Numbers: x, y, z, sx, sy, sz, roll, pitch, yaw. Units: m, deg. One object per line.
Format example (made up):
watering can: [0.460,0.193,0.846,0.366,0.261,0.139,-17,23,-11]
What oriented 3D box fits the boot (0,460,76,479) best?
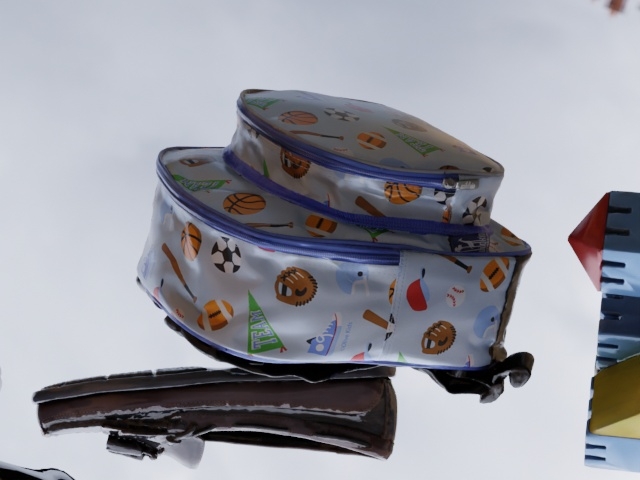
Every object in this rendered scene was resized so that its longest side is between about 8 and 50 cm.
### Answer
boot: [-0.230,0.108,0.714,0.260,0.131,0.348,40,173,3]

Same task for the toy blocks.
toy blocks: [0.293,0.099,0.991,0.260,0.381,0.191,5,-124,13]

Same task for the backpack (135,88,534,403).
backpack: [0.000,0.000,1.132,0.263,0.213,0.276,-6,-161,-31]

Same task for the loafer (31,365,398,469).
loafer: [-0.083,0.148,1.214,0.302,0.095,0.109,-6,174,-4]

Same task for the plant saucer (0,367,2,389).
plant saucer: [-0.360,0.185,1.148,0.278,0.278,0.041,-28,-101,-47]
